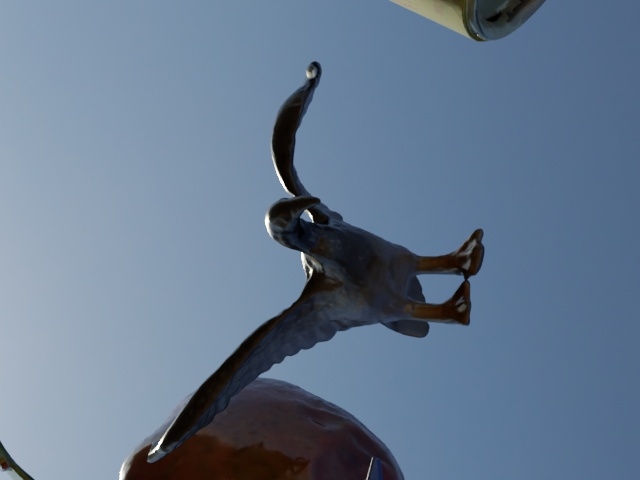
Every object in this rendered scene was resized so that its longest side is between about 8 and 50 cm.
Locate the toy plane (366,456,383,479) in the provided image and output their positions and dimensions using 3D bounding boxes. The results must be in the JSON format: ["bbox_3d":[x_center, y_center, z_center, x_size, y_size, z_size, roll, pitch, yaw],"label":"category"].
[{"bbox_3d":[0.091,0.163,0.673,0.062,0.167,0.054,-34,-143,59],"label":"toy plane"}]

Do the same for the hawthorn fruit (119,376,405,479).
[{"bbox_3d":[-0.029,0.261,1.097,0.298,0.277,0.277,-4,-91,22],"label":"hawthorn fruit"}]

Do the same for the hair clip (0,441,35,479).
[{"bbox_3d":[-0.352,0.250,1.388,0.188,0.033,0.060,45,-27,10],"label":"hair clip"}]

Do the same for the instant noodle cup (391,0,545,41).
[{"bbox_3d":[0.062,-0.259,0.869,0.236,0.215,0.215,37,-61,22],"label":"instant noodle cup"}]

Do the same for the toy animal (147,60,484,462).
[{"bbox_3d":[0.016,0.002,0.710,0.197,0.160,0.272,136,-35,-69],"label":"toy animal"}]
